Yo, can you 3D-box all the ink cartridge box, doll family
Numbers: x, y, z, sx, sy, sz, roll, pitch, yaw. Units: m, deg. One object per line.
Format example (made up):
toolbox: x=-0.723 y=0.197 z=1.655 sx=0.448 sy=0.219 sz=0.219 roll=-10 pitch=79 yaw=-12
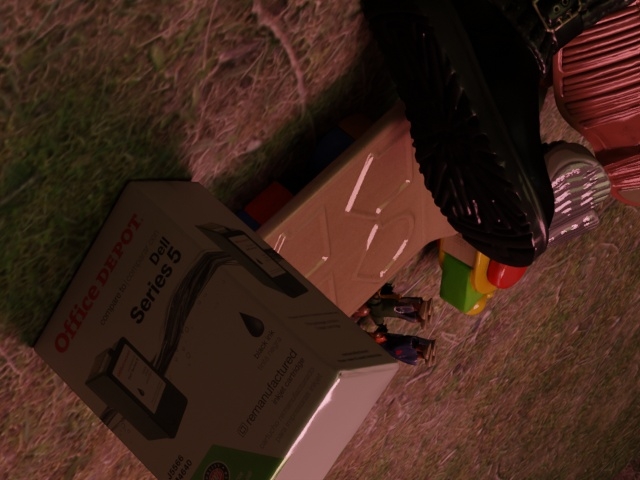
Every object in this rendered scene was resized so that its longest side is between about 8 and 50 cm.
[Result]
ink cartridge box: x=-0.098 y=0.103 z=1.521 sx=0.115 sy=0.273 sz=0.198 roll=-2 pitch=128 yaw=-59
doll family: x=0.082 y=0.107 z=2.100 sx=0.193 sy=0.111 sz=0.076 roll=81 pitch=18 yaw=-47

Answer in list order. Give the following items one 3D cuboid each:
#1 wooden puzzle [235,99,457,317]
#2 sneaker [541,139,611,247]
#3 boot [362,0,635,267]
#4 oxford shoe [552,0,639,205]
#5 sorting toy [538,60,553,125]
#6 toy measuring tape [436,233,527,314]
wooden puzzle: x=0.000 y=0.000 z=1.815 sx=0.348 sy=0.080 sz=0.322 roll=-38 pitch=155 yaw=-15
sneaker: x=0.269 y=-0.071 z=2.031 sx=0.105 sy=0.115 sz=0.281 roll=-25 pitch=167 yaw=-2
boot: x=0.210 y=-0.173 z=1.681 sx=0.260 sy=0.131 sz=0.348 roll=-36 pitch=120 yaw=-27
oxford shoe: x=0.342 y=-0.199 z=2.000 sx=0.140 sy=0.146 sz=0.397 roll=-12 pitch=145 yaw=11
sorting toy: x=0.223 y=-0.168 z=1.922 sx=0.208 sy=0.038 sz=0.193 roll=21 pitch=87 yaw=-66
toy measuring tape: x=0.210 y=-0.041 z=2.113 sx=0.121 sy=0.121 sz=0.330 roll=-33 pitch=142 yaw=-36
